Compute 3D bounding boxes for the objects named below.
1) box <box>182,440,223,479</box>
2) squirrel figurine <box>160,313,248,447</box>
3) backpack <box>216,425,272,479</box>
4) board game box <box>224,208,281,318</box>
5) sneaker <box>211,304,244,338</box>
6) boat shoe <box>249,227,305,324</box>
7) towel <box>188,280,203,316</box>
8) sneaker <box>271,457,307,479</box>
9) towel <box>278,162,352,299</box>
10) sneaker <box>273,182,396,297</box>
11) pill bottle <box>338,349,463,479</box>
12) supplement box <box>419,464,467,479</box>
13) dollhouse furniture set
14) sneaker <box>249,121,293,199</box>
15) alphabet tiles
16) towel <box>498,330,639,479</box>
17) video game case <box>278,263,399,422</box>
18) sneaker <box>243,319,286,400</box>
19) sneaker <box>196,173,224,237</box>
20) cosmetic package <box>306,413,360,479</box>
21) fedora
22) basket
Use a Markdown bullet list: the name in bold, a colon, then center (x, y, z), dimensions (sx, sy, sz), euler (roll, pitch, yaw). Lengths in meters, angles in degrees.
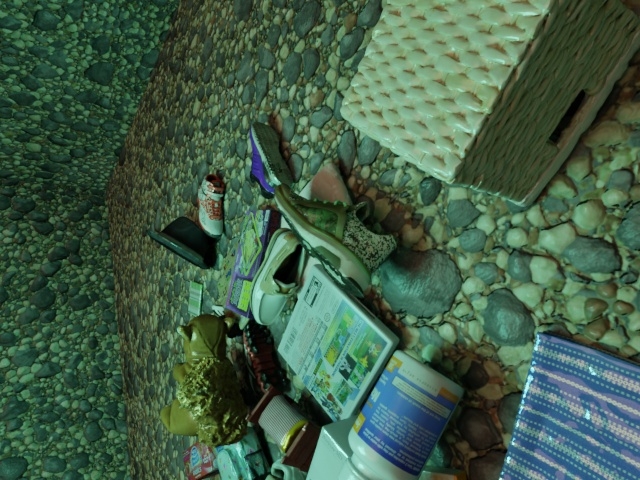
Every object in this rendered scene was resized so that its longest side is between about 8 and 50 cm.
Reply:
- **box**: center (-0.416, 0.822, 1.530), dimensions (0.257, 0.128, 0.122), euler (-47, 54, 38)
- **squirrel figurine**: center (-0.351, 0.438, 1.304), dimensions (0.397, 0.281, 0.369), euler (9, 97, 62)
- **backpack**: center (-0.264, 0.733, 1.346), dimensions (0.165, 0.145, 0.188), euler (-53, 47, 41)
- **board game box**: center (-0.226, 0.070, 1.325), dimensions (0.208, 0.056, 0.346), euler (5, 82, 54)
- **sneaker**: center (-0.354, 0.309, 1.529), dimensions (0.217, 0.079, 0.121), euler (-4, 83, 49)
- **boat shoe**: center (-0.123, 0.118, 1.161), dimensions (0.103, 0.113, 0.301), euler (33, 112, 54)
- **towel**: center (-0.569, 0.268, 1.842), dimensions (0.113, 0.023, 0.151), euler (7, 90, 48)
- **sneaker**: center (-0.073, 0.727, 1.133), dimensions (0.232, 0.115, 0.090), euler (49, 124, 40)
- **towel**: center (0.000, 0.000, 1.148), dimensions (0.317, 0.054, 0.331), euler (-44, 55, 40)
- **sneaker**: center (0.034, -0.040, 0.998), dimensions (0.182, 0.158, 0.410), euler (-37, 52, -9)
- **pill bottle**: center (0.150, 0.369, 0.786), dimensions (0.152, 0.152, 0.271), euler (23, 77, 49)
- **supplement box**: center (0.252, 0.502, 0.820), dimensions (0.099, 0.036, 0.062), euler (-24, 69, 47)
- **dollhouse furniture set**: center (-0.149, 0.619, 1.075), dimensions (0.201, 0.152, 0.374), euler (18, 67, 49)
- **sneaker**: center (-0.199, -0.267, 1.367), dimensions (0.146, 0.102, 0.293), euler (-43, 56, 41)
- **alphabet tiles**: center (-0.281, 0.136, 1.445), dimensions (0.285, 0.011, 0.342), euler (-53, 41, 20)
- **towel**: center (0.421, 0.339, 0.628), dimensions (0.243, 0.040, 0.335), euler (19, 102, 48)
- **video game case**: center (0.027, 0.277, 1.061), dimensions (0.300, 0.036, 0.328), euler (42, 123, 34)
- **sneaker**: center (-0.208, 0.404, 1.333), dimensions (0.135, 0.098, 0.275), euler (-53, 50, 35)
- **sneaker**: center (-0.448, -0.152, 1.668), dimensions (0.145, 0.090, 0.269), euler (-52, 48, 38)
- **cosmetic package**: center (0.090, 0.580, 0.933), dimensions (0.224, 0.138, 0.224), euler (30, 109, 47)
- **fedora**: center (-0.576, -0.008, 1.722), dimensions (0.334, 0.334, 0.152), euler (13, 68, 50)
- **basket**: center (0.261, -0.282, 0.691), dimensions (0.331, 0.267, 0.328), euler (49, 124, 42)
